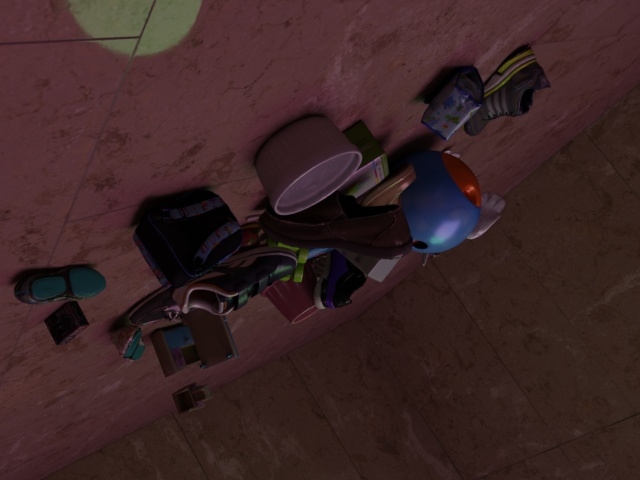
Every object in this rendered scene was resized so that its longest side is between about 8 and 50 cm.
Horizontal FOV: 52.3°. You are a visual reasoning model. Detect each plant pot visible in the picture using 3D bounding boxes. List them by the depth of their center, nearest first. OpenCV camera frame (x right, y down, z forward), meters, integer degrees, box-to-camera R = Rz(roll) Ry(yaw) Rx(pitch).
[{"bbox_3d":[-0.086,0.161,2.107,0.201,0.180,0.201,-30,166,-9],"label":"plant pot"}]

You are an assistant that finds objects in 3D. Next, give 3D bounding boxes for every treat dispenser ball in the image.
[{"bbox_3d":[0.304,-0.108,1.824,0.288,0.288,0.288,-31,166,-8],"label":"treat dispenser ball"}]

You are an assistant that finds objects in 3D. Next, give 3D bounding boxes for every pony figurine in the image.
[{"bbox_3d":[0.374,-0.079,2.124,0.351,0.303,0.363,-54,-167,-5],"label":"pony figurine"}]

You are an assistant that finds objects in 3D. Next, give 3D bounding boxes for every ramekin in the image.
[{"bbox_3d":[-0.031,-0.154,1.294,0.207,0.109,0.207,-32,167,-8],"label":"ramekin"}]

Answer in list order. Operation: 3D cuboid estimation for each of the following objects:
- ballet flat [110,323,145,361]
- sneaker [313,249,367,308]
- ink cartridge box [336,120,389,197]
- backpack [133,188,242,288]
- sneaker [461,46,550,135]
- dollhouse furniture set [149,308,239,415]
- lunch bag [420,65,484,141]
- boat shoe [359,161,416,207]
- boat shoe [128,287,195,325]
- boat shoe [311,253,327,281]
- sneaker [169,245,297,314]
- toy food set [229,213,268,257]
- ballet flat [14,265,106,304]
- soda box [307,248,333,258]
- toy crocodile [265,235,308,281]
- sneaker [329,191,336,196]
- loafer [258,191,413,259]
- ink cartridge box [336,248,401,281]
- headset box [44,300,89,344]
[{"bbox_3d":[-0.517,0.270,1.725,0.091,0.077,0.241,-63,180,-25],"label":"ballet flat"},{"bbox_3d":[0.088,0.092,2.069,0.146,0.293,0.102,-4,143,30],"label":"sneaker"},{"bbox_3d":[0.023,-0.139,1.495,0.255,0.097,0.189,-34,167,2],"label":"ink cartridge box"},{"bbox_3d":[-0.244,-0.009,1.242,0.117,0.158,0.173,-35,-179,45],"label":"backpack"},{"bbox_3d":[0.475,-0.358,1.699,0.111,0.121,0.300,-24,164,-31],"label":"sneaker"},{"bbox_3d":[-0.304,0.322,1.944,0.303,0.286,0.198,-28,171,30],"label":"dollhouse furniture set"},{"bbox_3d":[0.307,-0.326,1.501,0.129,0.096,0.151,-45,-169,40],"label":"lunch bag"},{"bbox_3d":[0.163,-0.082,1.689,0.121,0.110,0.341,-41,177,-34],"label":"boat shoe"},{"bbox_3d":[-0.328,0.147,1.689,0.335,0.095,0.112,-28,166,-20],"label":"boat shoe"},{"bbox_3d":[-0.062,0.121,2.271,0.257,0.095,0.095,-39,-159,3],"label":"boat shoe"},{"bbox_3d":[-0.200,0.105,1.570,0.321,0.127,0.126,-10,144,-17],"label":"sneaker"},{"bbox_3d":[-0.193,0.023,1.617,0.218,0.071,0.128,-40,165,24],"label":"toy food set"},{"bbox_3d":[-0.488,0.084,1.216,0.070,0.070,0.188,-38,164,19],"label":"ballet flat"},{"bbox_3d":[0.000,0.000,1.983,0.210,0.067,0.071,-19,160,-44],"label":"soda box"},{"bbox_3d":[-0.098,0.034,1.815,0.115,0.105,0.340,5,153,-6],"label":"toy crocodile"},{"bbox_3d":[-0.004,-0.087,1.679,0.051,0.089,0.170,-65,155,-44],"label":"sneaker"},{"bbox_3d":[0.034,-0.056,1.481,0.134,0.365,0.130,-52,146,-60],"label":"loafer"},{"bbox_3d":[0.136,0.014,1.919,0.128,0.176,0.127,-51,154,6],"label":"ink cartridge box"},{"bbox_3d":[-0.535,0.173,1.382,0.083,0.062,0.032,-36,167,15],"label":"headset box"}]
